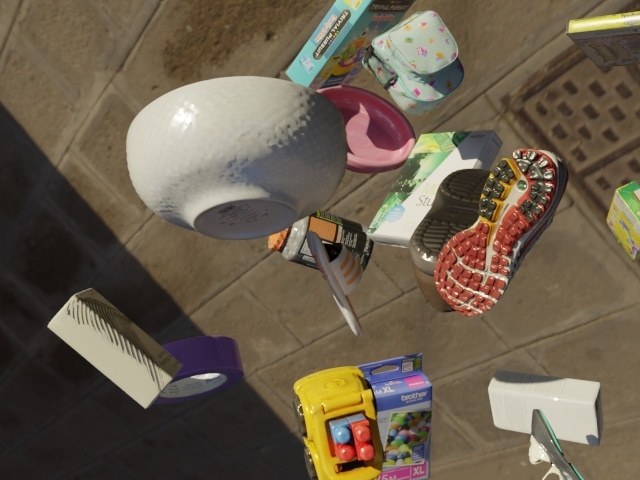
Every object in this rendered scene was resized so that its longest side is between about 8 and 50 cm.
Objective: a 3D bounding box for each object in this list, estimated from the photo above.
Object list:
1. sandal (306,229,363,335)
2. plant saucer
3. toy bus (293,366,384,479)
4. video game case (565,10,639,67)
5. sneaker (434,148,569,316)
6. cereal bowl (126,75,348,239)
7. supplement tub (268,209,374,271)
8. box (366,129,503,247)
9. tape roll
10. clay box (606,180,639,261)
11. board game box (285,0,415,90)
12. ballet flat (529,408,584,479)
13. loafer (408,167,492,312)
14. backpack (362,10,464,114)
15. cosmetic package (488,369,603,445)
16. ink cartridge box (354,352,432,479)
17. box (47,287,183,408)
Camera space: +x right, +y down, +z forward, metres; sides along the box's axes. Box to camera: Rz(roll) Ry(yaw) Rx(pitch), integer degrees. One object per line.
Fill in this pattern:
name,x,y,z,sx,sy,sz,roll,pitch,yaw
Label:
sandal,0.050,0.074,1.156,0.076,0.102,0.265,-29,122,-5
plant saucer,0.108,-0.308,1.655,0.332,0.332,0.084,32,136,3
toy bus,0.049,0.355,1.014,0.149,0.211,0.220,-12,95,-11
video game case,0.736,-0.460,1.334,0.248,0.275,0.035,8,91,40
sneaker,0.213,-0.001,0.665,0.088,0.092,0.225,46,128,27
cereal bowl,-0.119,-0.092,0.885,0.339,0.141,0.339,-7,161,-2
supplement tub,0.000,0.000,1.910,0.316,0.194,0.193,18,134,-16
box,0.272,-0.125,1.404,0.058,0.322,0.232,42,160,-33
tape roll,-0.345,0.346,1.534,0.275,0.274,0.090,-42,56,41
clay box,0.757,-0.038,1.399,0.053,0.127,0.222,-27,154,9
board game box,0.090,-0.546,1.513,0.079,0.254,0.336,50,127,7
ballet flat,0.424,0.407,1.050,0.203,0.074,0.074,64,145,36
loafer,0.233,-0.011,0.932,0.133,0.366,0.130,17,125,29
backpack,0.207,-0.366,1.210,0.188,0.166,0.144,56,162,-3
cosmetic package,0.509,0.374,1.311,0.231,0.085,0.117,0,114,34
ink cartridge box,0.153,0.411,1.290,0.185,0.065,0.311,-7,109,-12
box,-0.441,0.231,1.260,0.275,0.113,0.094,41,93,-5
